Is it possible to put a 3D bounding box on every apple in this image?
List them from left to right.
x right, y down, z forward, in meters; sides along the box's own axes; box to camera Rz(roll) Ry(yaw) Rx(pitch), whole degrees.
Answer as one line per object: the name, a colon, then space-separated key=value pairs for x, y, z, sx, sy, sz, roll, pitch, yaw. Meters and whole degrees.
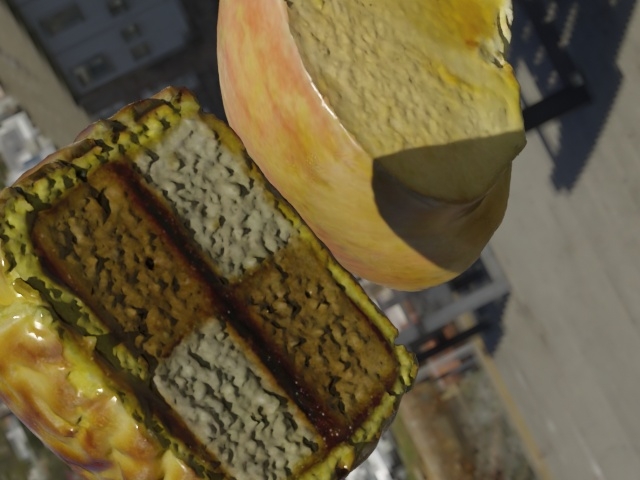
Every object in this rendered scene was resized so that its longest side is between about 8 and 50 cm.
apple: x=0.040 y=-0.124 z=1.240 sx=0.314 sy=0.252 sz=0.309 roll=73 pitch=-160 yaw=-57

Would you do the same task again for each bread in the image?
bread: x=-0.070 y=0.047 z=0.771 sx=0.222 sy=0.181 sz=0.096 roll=49 pitch=139 yaw=-7
